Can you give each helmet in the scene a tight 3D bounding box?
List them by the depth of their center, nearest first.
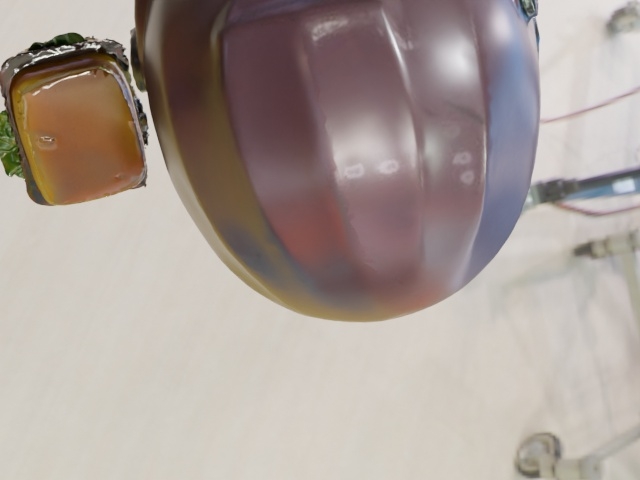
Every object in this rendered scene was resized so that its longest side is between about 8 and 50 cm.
[{"bbox_3d":[0.013,-0.084,0.756,0.338,0.271,0.197,75,11,-47],"label":"helmet"}]

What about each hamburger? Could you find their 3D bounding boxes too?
[{"bbox_3d":[-0.226,-0.112,1.059,0.137,0.087,0.166,-12,129,-12],"label":"hamburger"}]
